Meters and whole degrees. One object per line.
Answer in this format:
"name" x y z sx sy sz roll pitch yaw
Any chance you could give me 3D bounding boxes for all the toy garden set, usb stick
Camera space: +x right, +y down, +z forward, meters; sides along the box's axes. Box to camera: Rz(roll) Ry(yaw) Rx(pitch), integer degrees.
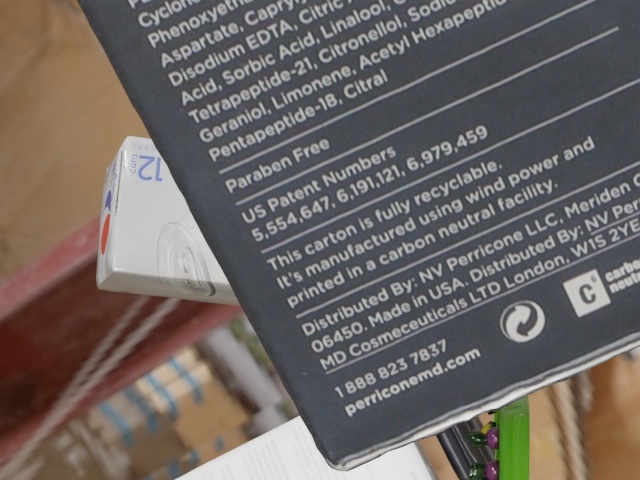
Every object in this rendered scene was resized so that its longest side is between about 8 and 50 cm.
"toy garden set" 0.134 0.183 1.404 0.244 0.049 0.204 -75 164 -73
"usb stick" 0.090 0.098 1.652 0.278 0.045 0.077 63 3 0

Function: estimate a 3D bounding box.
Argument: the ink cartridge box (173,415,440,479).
"ink cartridge box" -0.051 0.328 1.576 0.091 0.385 0.308 61 2 -44

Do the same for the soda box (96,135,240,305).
"soda box" 0.000 0.000 1.194 0.098 0.286 0.091 146 -50 -73

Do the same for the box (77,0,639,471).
"box" 0.009 -0.154 0.819 0.395 0.212 0.293 62 8 -20
